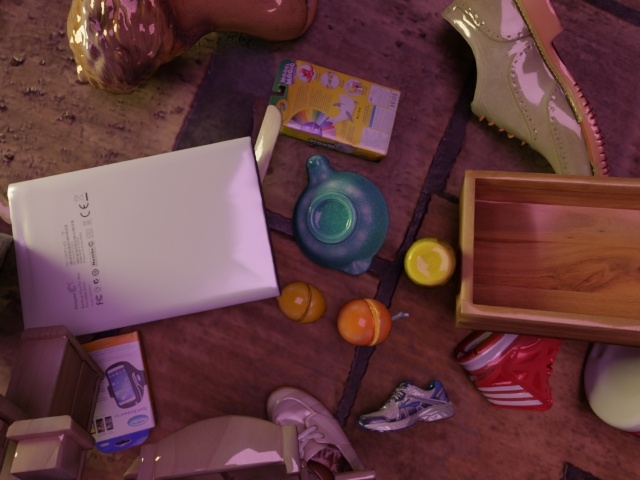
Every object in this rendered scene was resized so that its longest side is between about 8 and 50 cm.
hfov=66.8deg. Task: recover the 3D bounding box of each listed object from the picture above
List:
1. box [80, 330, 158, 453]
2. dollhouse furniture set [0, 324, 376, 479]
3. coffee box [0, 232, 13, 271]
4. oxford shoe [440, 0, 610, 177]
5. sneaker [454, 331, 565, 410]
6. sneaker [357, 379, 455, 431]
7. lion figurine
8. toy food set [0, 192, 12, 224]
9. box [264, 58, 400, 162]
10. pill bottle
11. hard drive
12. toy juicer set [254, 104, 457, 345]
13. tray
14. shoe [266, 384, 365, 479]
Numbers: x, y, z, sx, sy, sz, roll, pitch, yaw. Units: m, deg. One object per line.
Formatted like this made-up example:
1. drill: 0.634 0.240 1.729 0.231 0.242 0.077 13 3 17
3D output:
1. box: -0.254 0.188 0.605 0.081 0.028 0.136 -12 86 -11
2. dollhouse furniture set: -0.123 0.165 0.486 0.355 0.303 0.174 -6 51 -3
3. coffee box: -0.395 0.054 0.476 0.098 0.246 0.141 20 86 -25
4. oxford shoe: 0.311 -0.197 0.724 0.146 0.140 0.397 -23 93 25
5. sneaker: 0.308 0.150 0.683 0.221 0.087 0.128 -32 96 0
6. sneaker: 0.110 0.220 0.652 0.135 0.052 0.058 -7 72 -17
7. lion figurine: -0.134 -0.329 0.650 0.392 0.142 0.240 -9 90 -14
8. toy food set: -0.486 -0.018 0.600 0.192 0.038 0.132 -35 95 -18
9. box: 0.016 -0.187 0.699 0.179 0.043 0.105 16 79 -9
10. pill bottle: 0.532 0.219 0.656 0.283 0.161 0.161 22 79 -5
11. hard drive: -0.218 -0.001 0.606 0.307 0.040 0.203 -11 83 -1
12. toy juicer set: 0.000 0.000 0.657 0.329 0.089 0.209 41 98 11
13. tray: 0.384 0.026 0.600 0.410 0.076 0.203 4 64 11
14. shoe: 0.011 0.277 0.616 0.076 0.058 0.219 -38 89 -13
